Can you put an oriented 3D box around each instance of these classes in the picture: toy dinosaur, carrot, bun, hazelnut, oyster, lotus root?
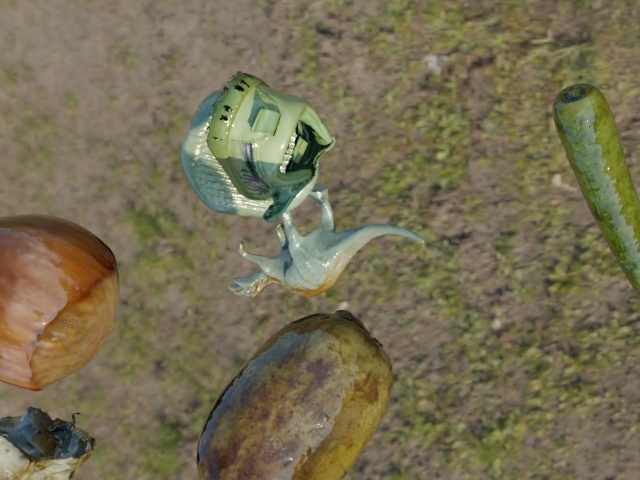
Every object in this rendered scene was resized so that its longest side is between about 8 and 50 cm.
[{"bbox_3d":[0.000,0.000,1.973,0.393,0.092,0.205,-4,112,26],"label":"toy dinosaur"},{"bbox_3d":[0.389,-0.046,1.581,0.074,0.074,0.358,-1,128,43],"label":"carrot"},{"bbox_3d":[-0.108,-0.140,1.855,0.108,0.221,0.221,-112,26,-74],"label":"bun"},{"bbox_3d":[-0.336,0.065,1.392,0.214,0.176,0.214,2,111,6],"label":"hazelnut"},{"bbox_3d":[-0.464,0.281,1.564,0.198,0.337,0.133,157,114,-69],"label":"oyster"},{"bbox_3d":[-0.036,0.184,1.174,0.145,0.260,0.128,41,172,-12],"label":"lotus root"}]

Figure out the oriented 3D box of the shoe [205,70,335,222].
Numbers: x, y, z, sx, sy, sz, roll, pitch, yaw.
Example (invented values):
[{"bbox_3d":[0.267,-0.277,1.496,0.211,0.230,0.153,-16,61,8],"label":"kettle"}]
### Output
[{"bbox_3d":[-0.060,-0.107,1.479,0.128,0.262,0.140,38,86,24],"label":"shoe"}]
